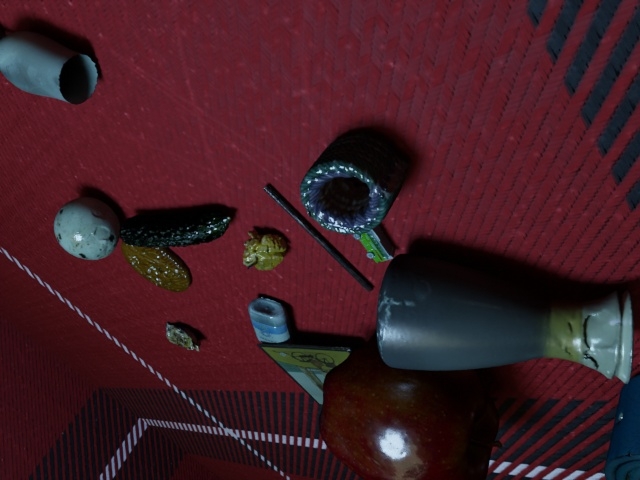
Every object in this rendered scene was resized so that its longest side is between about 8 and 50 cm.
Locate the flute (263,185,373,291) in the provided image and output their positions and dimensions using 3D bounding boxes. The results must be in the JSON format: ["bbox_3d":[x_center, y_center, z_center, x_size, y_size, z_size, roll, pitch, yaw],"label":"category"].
[{"bbox_3d":[0.000,0.000,0.898,0.269,0.014,0.014,45,142,-19],"label":"flute"}]

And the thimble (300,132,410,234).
[{"bbox_3d":[0.043,-0.077,0.707,0.118,0.090,0.135,37,143,-10],"label":"thimble"}]

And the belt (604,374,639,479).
[{"bbox_3d":[0.619,0.365,0.767,0.436,0.173,0.300,44,151,-12],"label":"belt"}]

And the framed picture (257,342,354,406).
[{"bbox_3d":[0.030,0.327,1.229,0.244,0.013,0.324,-4,138,32],"label":"framed picture"}]

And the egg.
[{"bbox_3d":[-0.494,-0.019,1.132,0.131,0.131,0.164,18,153,17],"label":"egg"}]

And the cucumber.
[{"bbox_3d":[-0.280,-0.022,1.020,0.300,0.072,0.072,-1,134,37],"label":"cucumber"}]

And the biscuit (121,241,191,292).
[{"bbox_3d":[-0.389,0.058,1.234,0.188,0.027,0.187,20,144,15],"label":"biscuit"}]

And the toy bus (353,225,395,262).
[{"bbox_3d":[0.081,-0.003,0.822,0.037,0.031,0.083,-15,126,36],"label":"toy bus"}]

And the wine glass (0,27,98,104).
[{"bbox_3d":[-0.453,-0.279,0.817,0.202,0.093,0.093,22,144,12],"label":"wine glass"}]

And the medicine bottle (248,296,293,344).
[{"bbox_3d":[-0.106,0.207,1.189,0.090,0.053,0.208,14,142,17],"label":"medicine bottle"}]

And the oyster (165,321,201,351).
[{"bbox_3d":[-0.389,0.272,1.475,0.108,0.053,0.166,53,147,-12],"label":"oyster"}]

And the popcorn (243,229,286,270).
[{"bbox_3d":[-0.108,0.026,0.951,0.084,0.084,0.084,19,143,15],"label":"popcorn"}]

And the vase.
[{"bbox_3d":[0.253,0.118,0.741,0.321,0.173,0.173,5,138,24],"label":"vase"}]

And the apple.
[{"bbox_3d":[0.164,0.326,0.961,0.317,0.288,0.288,13,142,35],"label":"apple"}]
